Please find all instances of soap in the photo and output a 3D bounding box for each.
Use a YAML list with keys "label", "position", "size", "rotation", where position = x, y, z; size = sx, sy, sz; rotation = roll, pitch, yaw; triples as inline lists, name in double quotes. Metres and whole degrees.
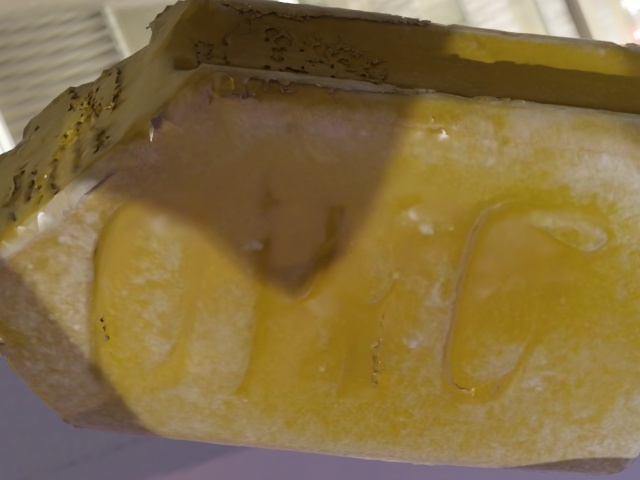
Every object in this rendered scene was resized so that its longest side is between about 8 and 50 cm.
- label: "soap"
  position: [0.000, 0.000, 0.550]
  size: [0.257, 0.160, 0.080]
  rotation: [5, -148, -5]
